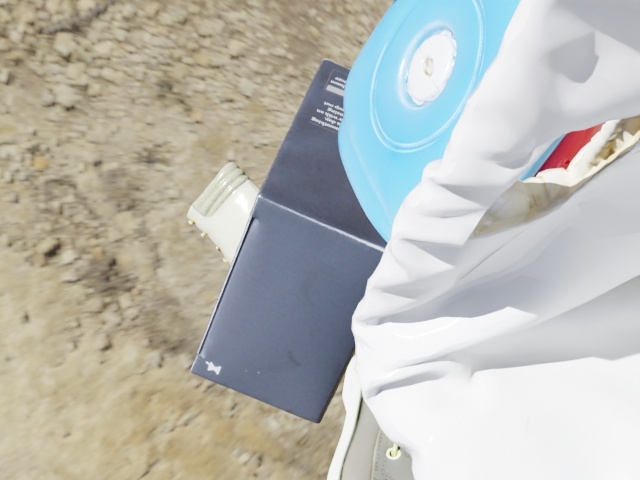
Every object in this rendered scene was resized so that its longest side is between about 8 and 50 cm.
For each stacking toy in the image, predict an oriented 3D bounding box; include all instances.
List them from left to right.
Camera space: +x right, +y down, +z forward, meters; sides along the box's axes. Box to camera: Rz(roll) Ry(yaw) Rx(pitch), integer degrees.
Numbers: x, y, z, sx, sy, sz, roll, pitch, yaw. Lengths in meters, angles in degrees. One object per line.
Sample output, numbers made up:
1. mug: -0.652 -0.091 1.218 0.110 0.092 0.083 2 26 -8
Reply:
1. stacking toy: 0.175 -0.051 0.859 0.302 0.175 0.165 17 123 -32

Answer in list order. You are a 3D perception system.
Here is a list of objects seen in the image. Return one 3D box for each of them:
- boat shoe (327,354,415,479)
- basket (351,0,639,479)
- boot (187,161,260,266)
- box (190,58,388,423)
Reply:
1. boat shoe: 0.071 0.185 1.222 0.091 0.305 0.109 -24 121 21
2. basket: 0.219 0.059 0.556 0.266 0.328 0.331 -20 68 -23
3. boot: -0.104 0.025 1.932 0.165 0.077 0.213 39 120 16
4. box: 0.000 0.000 0.966 0.093 0.158 0.156 23 130 0
